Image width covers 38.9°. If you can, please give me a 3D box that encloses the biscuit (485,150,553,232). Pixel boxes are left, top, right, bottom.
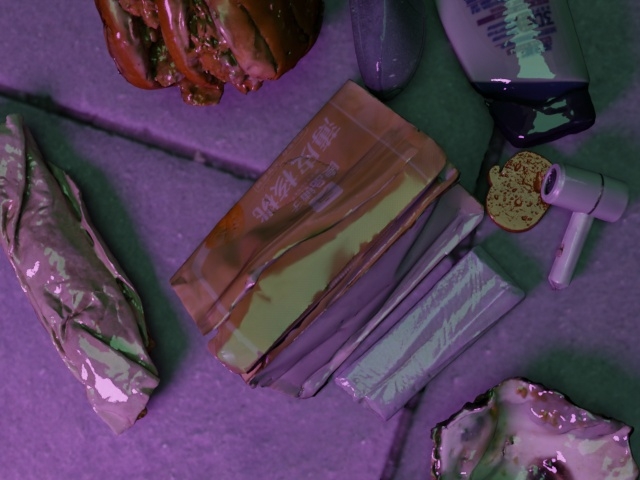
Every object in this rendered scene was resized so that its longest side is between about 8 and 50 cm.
[{"bbox_3d":[0.219,-0.056,1.005,0.078,0.015,0.091,36,93,9],"label":"biscuit"}]

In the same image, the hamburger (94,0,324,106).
[{"bbox_3d":[-0.119,-0.287,0.963,0.211,0.245,0.260,1,49,17],"label":"hamburger"}]

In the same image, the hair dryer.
[{"bbox_3d":[0.270,-0.010,0.979,0.082,0.047,0.137,15,102,-9],"label":"hair dryer"}]

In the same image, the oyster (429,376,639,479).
[{"bbox_3d":[0.215,0.255,0.962,0.223,0.083,0.214,16,94,3],"label":"oyster"}]

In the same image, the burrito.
[{"bbox_3d":[-0.293,0.032,1.044,0.117,0.076,0.392,-32,83,5],"label":"burrito"}]

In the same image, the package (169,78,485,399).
[{"bbox_3d":[-0.001,0.001,0.960,0.221,0.165,0.311,45,94,7],"label":"package"}]

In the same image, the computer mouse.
[{"bbox_3d":[0.078,-0.268,0.988,0.068,0.113,0.228,-5,91,23],"label":"computer mouse"}]

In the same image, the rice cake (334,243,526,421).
[{"bbox_3d":[0.120,0.107,1.000,0.222,0.042,0.080,-43,87,3],"label":"rice cake"}]

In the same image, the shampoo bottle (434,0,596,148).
[{"bbox_3d":[0.189,-0.278,0.987,0.134,0.078,0.359,-16,86,11],"label":"shampoo bottle"}]
